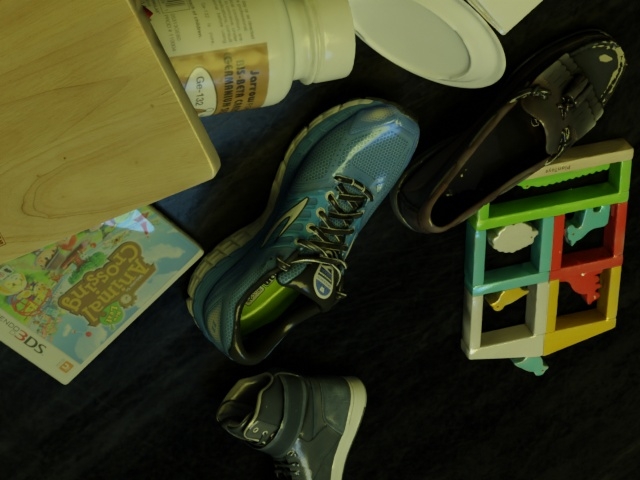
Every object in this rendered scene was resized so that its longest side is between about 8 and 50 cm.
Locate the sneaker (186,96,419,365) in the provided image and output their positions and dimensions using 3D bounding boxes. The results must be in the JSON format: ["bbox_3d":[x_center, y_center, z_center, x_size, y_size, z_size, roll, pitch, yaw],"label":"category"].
[{"bbox_3d":[0.000,0.000,1.924,0.129,0.147,0.330,27,107,-34],"label":"sneaker"}]

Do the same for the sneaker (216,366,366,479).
[{"bbox_3d":[-0.051,0.252,2.077,0.163,0.086,0.226,12,92,-36],"label":"sneaker"}]

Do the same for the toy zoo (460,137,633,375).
[{"bbox_3d":[0.257,0.030,2.127,0.192,0.030,0.293,-12,125,-16],"label":"toy zoo"}]

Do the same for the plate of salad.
[{"bbox_3d":[0.096,-0.219,1.810,0.200,0.199,0.048,46,65,-38],"label":"plate of salad"}]

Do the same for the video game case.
[{"bbox_3d":[-0.257,0.030,1.910,0.212,0.023,0.193,-43,128,8],"label":"video game case"}]

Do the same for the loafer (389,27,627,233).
[{"bbox_3d":[0.212,-0.106,1.958,0.302,0.095,0.109,-39,110,-2],"label":"loafer"}]

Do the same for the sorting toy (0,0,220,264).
[{"bbox_3d":[-0.248,-0.139,1.653,0.257,0.089,0.255,-21,107,20],"label":"sorting toy"}]

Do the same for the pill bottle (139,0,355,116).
[{"bbox_3d":[-0.090,-0.188,1.770,0.229,0.131,0.131,-11,125,-16],"label":"pill bottle"}]

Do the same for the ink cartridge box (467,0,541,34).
[{"bbox_3d":[0.140,-0.339,1.705,0.171,0.233,0.168,-43,127,8],"label":"ink cartridge box"}]
